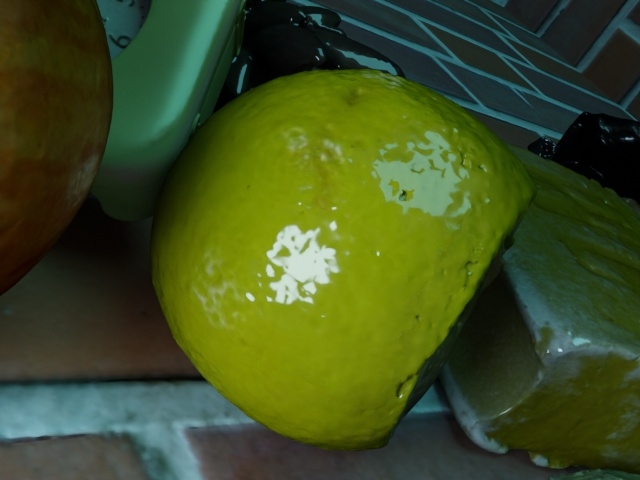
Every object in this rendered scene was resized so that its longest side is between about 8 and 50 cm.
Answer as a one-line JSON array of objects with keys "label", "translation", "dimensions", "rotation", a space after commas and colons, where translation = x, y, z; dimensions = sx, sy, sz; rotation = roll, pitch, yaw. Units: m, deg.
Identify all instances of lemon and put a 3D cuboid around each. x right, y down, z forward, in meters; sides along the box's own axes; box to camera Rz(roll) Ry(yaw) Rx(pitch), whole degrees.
[{"label": "lemon", "translation": [0.000, 0.000, 0.540], "dimensions": [0.219, 0.240, 0.240], "rotation": [31, 24, 14]}]

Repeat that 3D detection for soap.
[{"label": "soap", "translation": [0.231, 0.059, 0.809], "dimensions": [0.294, 0.156, 0.335], "rotation": [22, 31, -25]}]

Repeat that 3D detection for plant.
[{"label": "plant", "translation": [-0.090, -0.173, 0.789], "dimensions": [0.321, 0.181, 0.194], "rotation": [37, 20, -1]}]

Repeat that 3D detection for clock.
[{"label": "clock", "translation": [-0.218, -0.161, 0.600], "dimensions": [0.308, 0.096, 0.234], "rotation": [18, 65, -2]}]

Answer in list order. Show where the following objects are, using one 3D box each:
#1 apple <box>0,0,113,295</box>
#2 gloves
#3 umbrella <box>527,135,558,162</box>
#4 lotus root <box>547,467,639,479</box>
[{"label": "apple", "translation": [-0.231, -0.080, 0.363], "dimensions": [0.286, 0.286, 0.233], "rotation": [44, 20, 17]}, {"label": "gloves", "translation": [0.519, -0.097, 1.365], "dimensions": [0.152, 0.197, 0.301], "rotation": [-7, 46, -40]}, {"label": "umbrella", "translation": [0.248, -0.064, 1.034], "dimensions": [0.272, 0.122, 0.110], "rotation": [17, 70, -62]}, {"label": "lotus root", "translation": [0.226, 0.211, 0.609], "dimensions": [0.144, 0.070, 0.143], "rotation": [17, 16, -20]}]
